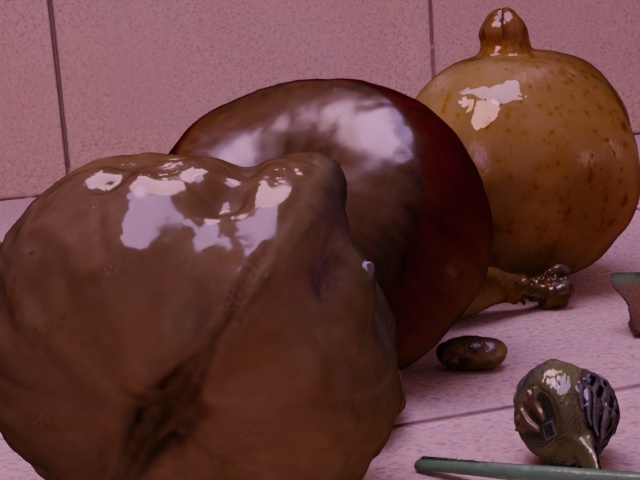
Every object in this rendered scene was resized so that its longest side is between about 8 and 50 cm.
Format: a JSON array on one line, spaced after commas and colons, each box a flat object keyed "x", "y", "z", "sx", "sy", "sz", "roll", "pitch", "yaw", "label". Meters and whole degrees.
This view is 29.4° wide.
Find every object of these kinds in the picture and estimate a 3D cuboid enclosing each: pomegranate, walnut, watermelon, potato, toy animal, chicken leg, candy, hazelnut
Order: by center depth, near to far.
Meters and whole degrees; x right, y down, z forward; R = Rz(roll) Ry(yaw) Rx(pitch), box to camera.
[{"x": 0.211, "y": 0.199, "z": 1.019, "sx": 0.335, "sy": 0.093, "sz": 0.092, "roll": -6, "pitch": -13, "yaw": 43, "label": "candy"}, {"x": -0.106, "y": 0.076, "z": 1.036, "sx": 0.384, "sy": 0.383, "sz": 0.383, "roll": -4, "pitch": 11, "yaw": 1, "label": "walnut"}, {"x": 0.237, "y": 0.167, "z": 1.111, "sx": 0.098, "sy": 0.098, "sz": 0.137, "roll": -9, "pitch": 35, "yaw": -26, "label": "toy animal"}, {"x": 0.177, "y": 0.130, "z": 1.425, "sx": 0.083, "sy": 0.040, "sz": 0.051, "roll": -4, "pitch": 16, "yaw": 5, "label": "potato"}, {"x": 0.000, "y": 0.000, "z": 1.451, "sx": 0.409, "sy": 0.359, "sz": 0.359, "roll": 1, "pitch": 12, "yaw": 29, "label": "hazelnut"}, {"x": 0.447, "y": 0.091, "z": 1.539, "sx": 0.155, "sy": 0.080, "sz": 0.101, "roll": -4, "pitch": -24, "yaw": 11, "label": "watermelon"}, {"x": 0.231, "y": 0.061, "z": 1.641, "sx": 0.252, "sy": 0.087, "sz": 0.107, "roll": 3, "pitch": -34, "yaw": -19, "label": "chicken leg"}, {"x": 0.283, "y": -0.136, "z": 1.796, "sx": 0.410, "sy": 0.410, "sz": 0.410, "roll": -4, "pitch": 11, "yaw": 1, "label": "pomegranate"}]

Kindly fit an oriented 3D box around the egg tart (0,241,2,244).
[{"x": -0.542, "y": 0.094, "z": 1.527, "sx": 0.352, "sy": 0.150, "sz": 0.352, "roll": -5, "pitch": 27, "yaw": 3, "label": "egg tart"}]

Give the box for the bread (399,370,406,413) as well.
[{"x": -0.023, "y": 0.155, "z": 1.268, "sx": 0.225, "sy": 0.081, "sz": 0.134, "roll": -2, "pitch": 7, "yaw": 22, "label": "bread"}]
